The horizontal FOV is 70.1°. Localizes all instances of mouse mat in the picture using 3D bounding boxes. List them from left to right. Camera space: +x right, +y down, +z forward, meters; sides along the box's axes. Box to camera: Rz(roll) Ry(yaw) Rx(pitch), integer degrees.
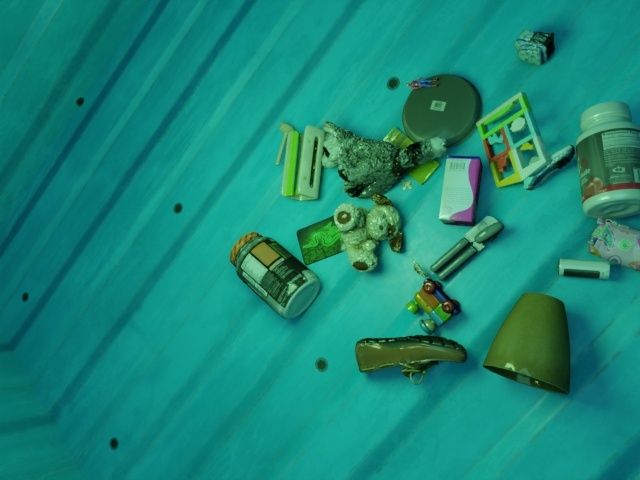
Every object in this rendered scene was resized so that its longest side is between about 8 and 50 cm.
[{"bbox_3d":[0.000,0.000,1.805,0.189,0.007,0.153,-21,73,19],"label":"mouse mat"}]

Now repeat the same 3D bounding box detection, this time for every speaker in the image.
[{"bbox_3d":[0.805,0.087,1.396,0.136,0.055,0.055,4,83,24],"label":"speaker"}]

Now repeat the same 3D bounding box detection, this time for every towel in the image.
[{"bbox_3d":[0.323,-0.316,1.693,0.237,0.021,0.102,46,109,23],"label":"towel"}]

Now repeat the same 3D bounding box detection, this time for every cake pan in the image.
[{"bbox_3d":[0.432,-0.474,1.656,0.292,0.054,0.294,-4,80,24],"label":"cake pan"}]

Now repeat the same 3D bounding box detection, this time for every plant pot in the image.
[{"bbox_3d":[0.636,0.294,1.365,0.237,0.237,0.255,13,73,26],"label":"plant pot"}]

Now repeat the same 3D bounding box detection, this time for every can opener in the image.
[{"bbox_3d":[0.488,0.024,1.537,0.280,0.093,0.074,-44,68,17],"label":"can opener"}]

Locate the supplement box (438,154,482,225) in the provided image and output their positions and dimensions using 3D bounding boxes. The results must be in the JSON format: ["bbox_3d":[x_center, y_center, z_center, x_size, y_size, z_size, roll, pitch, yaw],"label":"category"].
[{"bbox_3d":[0.479,-0.165,1.553,0.111,0.114,0.220,7,84,24],"label":"supplement box"}]

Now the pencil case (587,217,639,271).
[{"bbox_3d":[0.930,0.029,1.311,0.284,0.124,0.124,24,92,25],"label":"pencil case"}]

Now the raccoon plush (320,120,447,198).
[{"bbox_3d":[0.211,-0.348,1.686,0.445,0.216,0.300,-17,66,7],"label":"raccoon plush"}]

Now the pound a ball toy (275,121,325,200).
[{"bbox_3d":[-0.078,-0.324,1.842,0.208,0.135,0.320,-1,81,50],"label":"pound a ball toy"}]

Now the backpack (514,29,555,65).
[{"bbox_3d":[0.710,-0.649,1.528,0.114,0.105,0.084,36,96,30],"label":"backpack"}]

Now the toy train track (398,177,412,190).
[{"bbox_3d":[0.308,-0.218,1.694,0.083,0.014,0.048,43,100,24],"label":"toy train track"}]

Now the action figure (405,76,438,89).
[{"bbox_3d":[0.366,-0.571,1.657,0.115,0.030,0.038,2,87,27],"label":"action figure"}]

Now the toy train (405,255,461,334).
[{"bbox_3d":[0.346,0.191,1.565,0.143,0.105,0.248,-48,66,16],"label":"toy train"}]

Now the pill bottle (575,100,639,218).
[{"bbox_3d":[0.859,-0.239,1.346,0.176,0.176,0.319,-4,71,24],"label":"pill bottle"}]

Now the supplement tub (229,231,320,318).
[{"bbox_3d":[-0.182,0.126,1.756,0.338,0.207,0.207,39,98,25],"label":"supplement tub"}]

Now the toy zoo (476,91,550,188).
[{"bbox_3d":[0.630,-0.304,1.492,0.192,0.030,0.294,-33,64,56],"label":"toy zoo"}]

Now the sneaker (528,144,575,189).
[{"bbox_3d":[0.713,-0.249,1.454,0.191,0.071,0.083,-47,49,44],"label":"sneaker"}]

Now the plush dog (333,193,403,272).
[{"bbox_3d":[0.186,-0.045,1.657,0.225,0.211,0.263,-20,102,6],"label":"plush dog"}]

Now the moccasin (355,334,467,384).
[{"bbox_3d":[0.298,0.400,1.534,0.379,0.139,0.147,-8,85,21],"label":"moccasin"}]
